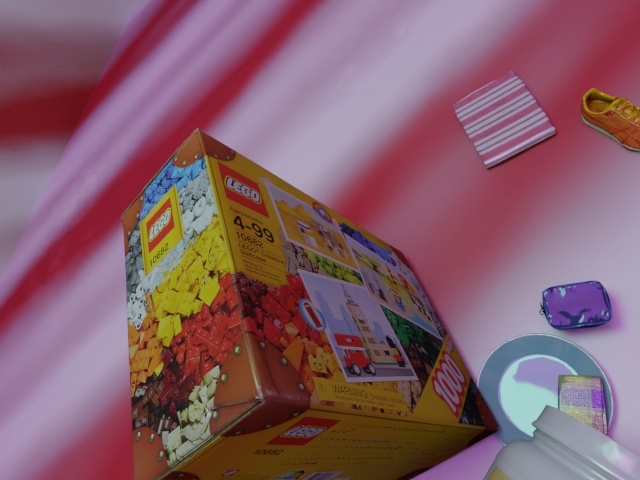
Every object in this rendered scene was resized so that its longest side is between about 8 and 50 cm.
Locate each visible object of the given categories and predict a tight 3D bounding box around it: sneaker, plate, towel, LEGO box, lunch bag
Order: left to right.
[{"bbox_3d":[-0.005,0.127,0.664,0.193,0.500,0.373,-41,48,21],"label":"LEGO box"},{"bbox_3d":[0.373,-0.251,0.945,0.144,0.029,0.197,-28,54,20],"label":"towel"},{"bbox_3d":[0.334,0.235,0.693,0.188,0.024,0.188,-17,56,26],"label":"plate"},{"bbox_3d":[0.389,0.102,0.703,0.098,0.065,0.067,-13,73,28],"label":"lunch bag"},{"bbox_3d":[0.368,0.233,0.646,0.060,0.009,0.084,-7,60,33],"label":"towel"},{"bbox_3d":[0.522,-0.206,0.783,0.064,0.067,0.175,-47,49,1],"label":"sneaker"}]

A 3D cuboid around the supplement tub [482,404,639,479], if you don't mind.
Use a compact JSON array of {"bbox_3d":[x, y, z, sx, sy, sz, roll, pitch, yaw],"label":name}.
[{"bbox_3d":[0.267,0.386,0.507,0.241,0.241,0.332,29,84,42],"label":"supplement tub"}]
